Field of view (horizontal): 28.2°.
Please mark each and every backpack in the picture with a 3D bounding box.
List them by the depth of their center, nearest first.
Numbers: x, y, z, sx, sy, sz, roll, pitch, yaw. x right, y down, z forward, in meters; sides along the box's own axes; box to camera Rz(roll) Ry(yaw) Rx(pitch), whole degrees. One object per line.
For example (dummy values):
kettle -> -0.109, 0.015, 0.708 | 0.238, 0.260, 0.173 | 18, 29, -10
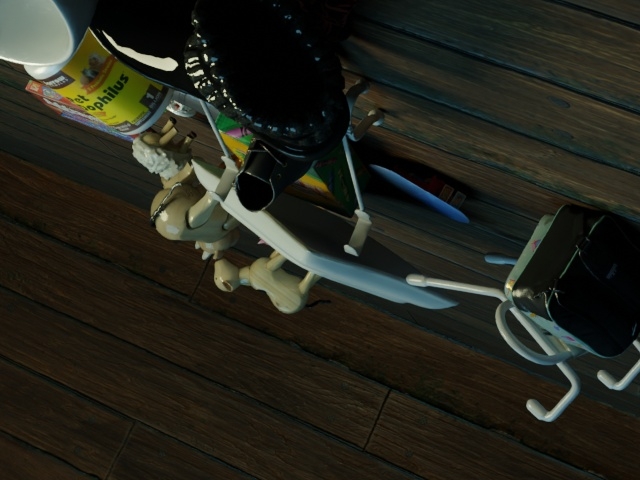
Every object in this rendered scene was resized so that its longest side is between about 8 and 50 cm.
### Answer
backpack -> 0.351, 0.059, 1.688 | 0.188, 0.166, 0.144 | 34, 172, -29

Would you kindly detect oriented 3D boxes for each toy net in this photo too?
toy net -> -0.258, -0.223, 2.110 | 0.122, 0.045, 0.232 | 31, 170, -36

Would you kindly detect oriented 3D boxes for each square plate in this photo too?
square plate -> 0.000, 0.000, 1.984 | 0.347, 0.049, 0.344 | 21, -169, -43

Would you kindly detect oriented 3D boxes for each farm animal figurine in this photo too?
farm animal figurine -> -0.164, -0.019, 2.163 | 0.326, 0.172, 0.330 | 24, -155, -43

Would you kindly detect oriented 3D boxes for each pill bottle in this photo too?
pill bottle -> -0.297, -0.232, 1.632 | 0.215, 0.117, 0.117 | 33, 169, -39

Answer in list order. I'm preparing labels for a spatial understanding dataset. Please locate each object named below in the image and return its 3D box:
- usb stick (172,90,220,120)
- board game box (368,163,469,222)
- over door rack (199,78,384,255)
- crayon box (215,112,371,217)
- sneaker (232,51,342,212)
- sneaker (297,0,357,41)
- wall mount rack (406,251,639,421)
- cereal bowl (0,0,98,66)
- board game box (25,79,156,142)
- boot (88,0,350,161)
usb stick -> -0.254, -0.252, 1.909 | 0.278, 0.045, 0.077 | 25, 173, -2
board game box -> 0.151, -0.081, 1.866 | 0.168, 0.033, 0.133 | 31, 177, -5
over door rack -> -0.042, -0.140, 1.677 | 0.239, 0.108, 0.324 | 22, 151, 16
crayon box -> -0.037, -0.131, 1.916 | 0.165, 0.081, 0.278 | 22, 172, 18
sneaker -> -0.039, -0.134, 1.465 | 0.083, 0.118, 0.222 | 22, 135, 15
sneaker -> 0.013, -0.231, 1.272 | 0.057, 0.047, 0.119 | 8, 167, 26
wall mount rack -> 0.311, 0.106, 1.862 | 0.350, 0.130, 0.304 | -12, -125, -47
cereal bowl -> -0.368, -0.331, 1.305 | 0.339, 0.141, 0.339 | 25, 162, 9
board game box -> -0.453, -0.251, 2.584 | 0.281, 0.027, 0.145 | 21, 170, 27
boot -> -0.115, -0.210, 1.292 | 0.348, 0.131, 0.260 | 30, -179, 7
